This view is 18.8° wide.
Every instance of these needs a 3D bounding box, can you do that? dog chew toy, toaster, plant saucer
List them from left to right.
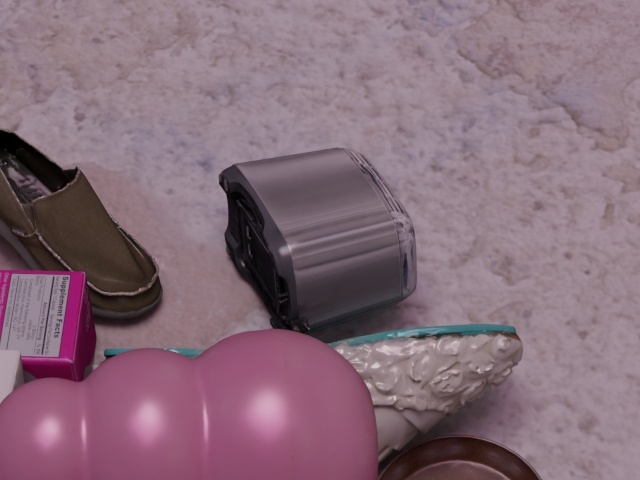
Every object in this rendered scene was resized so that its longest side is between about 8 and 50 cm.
[{"bbox_3d":[-0.124,0.178,1.629,0.332,0.206,0.206,0,52,-10],"label":"dog chew toy"},{"bbox_3d":[0.000,0.000,1.895,0.146,0.129,0.227,-15,35,-15],"label":"toaster"},{"bbox_3d":[0.128,0.257,1.776,0.168,0.029,0.168,0,52,0],"label":"plant saucer"}]

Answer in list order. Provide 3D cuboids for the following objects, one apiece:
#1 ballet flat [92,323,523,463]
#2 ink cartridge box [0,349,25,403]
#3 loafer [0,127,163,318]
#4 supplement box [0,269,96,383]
[{"bbox_3d":[-0.013,0.158,1.810,0.409,0.147,0.147,-4,52,2],"label":"ballet flat"},{"bbox_3d":[-0.319,0.179,1.772,0.092,0.143,0.090,2,43,1],"label":"ink cartridge box"},{"bbox_3d":[-0.259,-0.019,1.922,0.251,0.087,0.094,37,49,5],"label":"loafer"},{"bbox_3d":[-0.331,0.102,1.846,0.220,0.111,0.114,3,52,2],"label":"supplement box"}]
